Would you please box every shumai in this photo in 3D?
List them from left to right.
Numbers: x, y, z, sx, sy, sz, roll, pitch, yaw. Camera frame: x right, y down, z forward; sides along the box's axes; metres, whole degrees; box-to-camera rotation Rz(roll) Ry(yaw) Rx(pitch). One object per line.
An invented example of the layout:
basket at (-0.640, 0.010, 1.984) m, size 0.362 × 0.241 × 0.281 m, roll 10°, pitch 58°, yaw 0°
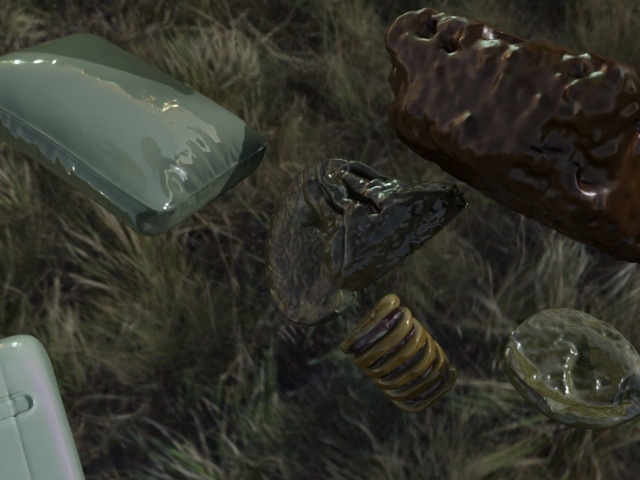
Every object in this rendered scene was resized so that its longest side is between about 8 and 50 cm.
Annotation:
shumai at (0.071, -0.054, 1.237) m, size 0.218 × 0.184 × 0.185 m, roll -38°, pitch 92°, yaw 19°

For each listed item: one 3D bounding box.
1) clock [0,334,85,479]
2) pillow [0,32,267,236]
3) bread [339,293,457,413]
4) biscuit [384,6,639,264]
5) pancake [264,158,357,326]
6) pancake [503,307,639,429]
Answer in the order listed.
clock at (-0.262, 0.252, 0.774) m, size 0.108 × 0.324 × 0.265 m, roll -17°, pitch 70°, yaw -20°
pillow at (-0.252, -0.142, 1.030) m, size 0.322 × 0.120 × 0.255 m, roll 32°, pitch 35°, yaw 11°
bread at (0.135, 0.199, 1.448) m, size 0.134 × 0.225 × 0.081 m, roll -39°, pitch 28°, yaw 8°
biscuit at (0.278, -0.113, 1.054) m, size 0.342 × 0.395 × 0.166 m, roll 35°, pitch 97°, yaw 45°
pancake at (0.000, 0.000, 1.483) m, size 0.286 × 0.033 × 0.288 m, roll -37°, pitch 57°, yaw 30°
pancake at (0.415, 0.208, 1.391) m, size 0.241 × 0.050 × 0.242 m, roll 6°, pitch 49°, yaw -7°
